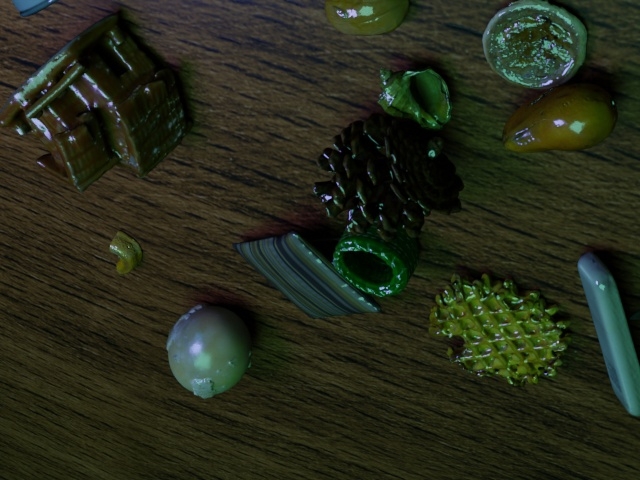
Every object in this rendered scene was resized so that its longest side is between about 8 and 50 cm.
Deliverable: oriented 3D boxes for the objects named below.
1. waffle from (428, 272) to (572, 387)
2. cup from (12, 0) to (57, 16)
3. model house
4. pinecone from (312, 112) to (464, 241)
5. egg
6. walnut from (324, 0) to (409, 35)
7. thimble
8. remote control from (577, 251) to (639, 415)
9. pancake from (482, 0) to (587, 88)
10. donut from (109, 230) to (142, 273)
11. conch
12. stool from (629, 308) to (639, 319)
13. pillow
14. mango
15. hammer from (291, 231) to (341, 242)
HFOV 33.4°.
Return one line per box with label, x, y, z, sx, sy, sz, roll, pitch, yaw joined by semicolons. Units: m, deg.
waffle;0.289;0.150;1.741;0.231;0.051;0.229;22;136;7
cup;-0.286;-0.517;1.246;0.392;0.401;0.310;57;166;-22
model house;-0.337;-0.190;1.645;0.229;0.199;0.219;44;150;-11
pinecone;0.086;-0.087;1.521;0.186;0.168;0.212;56;150;-15
egg;-0.209;0.206;1.997;0.164;0.164;0.201;25;145;4
walnut;0.055;-0.301;1.407;0.121;0.052;0.091;3;136;30
thimble;0.087;0.022;1.691;0.130;0.090;0.118;11;134;19
remote control;0.446;0.148;1.622;0.038;0.090;0.310;-25;123;1
pancake;0.273;-0.248;1.360;0.139;0.022;0.139;16;138;14
donut;-0.370;0.029;1.997;0.067;0.038;0.083;34;138;-11
conch;0.130;-0.198;1.452;0.121;0.074;0.089;38;136;-8
stool;0.553;0.133;1.504;0.228;0.139;0.153;-18;123;44
pillow;-0.025;0.060;1.796;0.208;0.052;0.212;44;154;-21
mango;0.310;-0.159;1.379;0.159;0.105;0.084;1;103;48
hammer;0.000;0.000;1.778;0.110;0.019;0.035;-5;129;27
